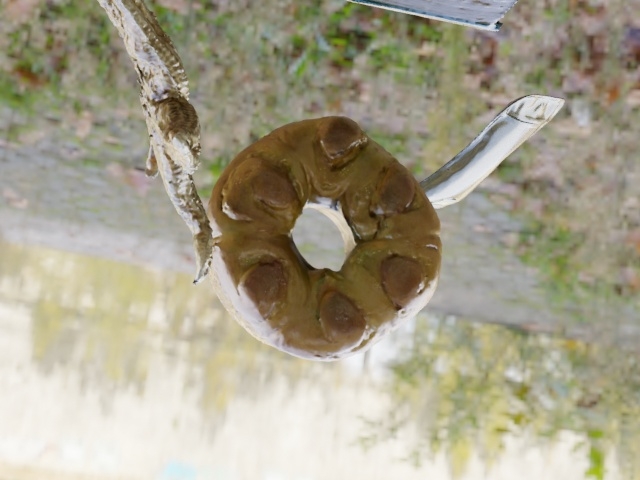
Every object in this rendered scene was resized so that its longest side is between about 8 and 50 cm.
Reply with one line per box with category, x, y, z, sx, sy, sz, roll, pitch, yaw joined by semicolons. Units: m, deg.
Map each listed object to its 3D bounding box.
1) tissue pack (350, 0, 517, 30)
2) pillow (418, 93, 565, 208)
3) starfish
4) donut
tissue pack;0.053;-0.304;1.125;0.270;0.192;0.134;7;139;-25
pillow;0.204;-0.107;1.599;0.130;0.033;0.217;-4;146;-52
starfish;-0.125;-0.100;0.978;0.062;0.277;0.236;-17;-178;-8
donut;-0.002;0.000;1.212;0.226;0.227;0.114;10;171;-10
